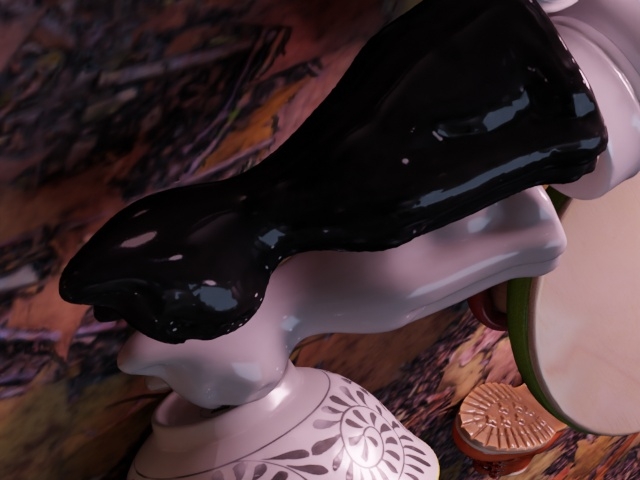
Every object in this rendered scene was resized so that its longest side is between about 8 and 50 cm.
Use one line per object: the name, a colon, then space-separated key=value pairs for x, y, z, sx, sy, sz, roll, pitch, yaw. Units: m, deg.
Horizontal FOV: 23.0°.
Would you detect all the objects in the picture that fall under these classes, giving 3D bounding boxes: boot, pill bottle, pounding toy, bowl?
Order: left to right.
bowl: x=-0.034 y=0.107 z=0.775 sx=0.170 sy=0.170 sz=0.080 roll=-31 pitch=108 yaw=-28
boot: x=0.131 y=0.146 z=1.145 sx=0.085 sy=0.059 sz=0.158 roll=-51 pitch=156 yaw=24
pounding toy: x=0.157 y=-0.013 z=0.923 sx=0.183 sy=0.110 sz=0.237 roll=-11 pitch=111 yaw=-33
pill bottle: x=0.187 y=-0.111 z=0.768 sx=0.215 sy=0.117 sz=0.117 roll=-35 pitch=153 yaw=-19

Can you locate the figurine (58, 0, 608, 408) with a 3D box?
figurine: x=0.000 y=0.000 z=0.673 sx=0.209 sy=0.092 sz=0.215 roll=-28 pitch=163 yaw=-7

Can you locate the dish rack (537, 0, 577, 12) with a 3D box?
dish rack: x=0.138 y=-0.231 z=0.576 sx=0.333 sy=0.072 sz=0.285 roll=-52 pitch=153 yaw=12
